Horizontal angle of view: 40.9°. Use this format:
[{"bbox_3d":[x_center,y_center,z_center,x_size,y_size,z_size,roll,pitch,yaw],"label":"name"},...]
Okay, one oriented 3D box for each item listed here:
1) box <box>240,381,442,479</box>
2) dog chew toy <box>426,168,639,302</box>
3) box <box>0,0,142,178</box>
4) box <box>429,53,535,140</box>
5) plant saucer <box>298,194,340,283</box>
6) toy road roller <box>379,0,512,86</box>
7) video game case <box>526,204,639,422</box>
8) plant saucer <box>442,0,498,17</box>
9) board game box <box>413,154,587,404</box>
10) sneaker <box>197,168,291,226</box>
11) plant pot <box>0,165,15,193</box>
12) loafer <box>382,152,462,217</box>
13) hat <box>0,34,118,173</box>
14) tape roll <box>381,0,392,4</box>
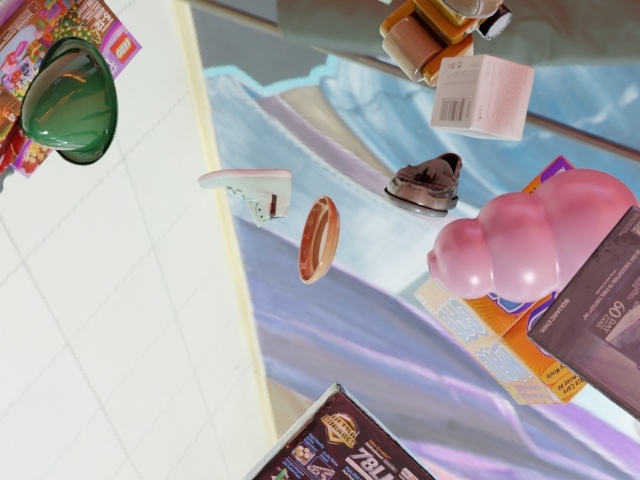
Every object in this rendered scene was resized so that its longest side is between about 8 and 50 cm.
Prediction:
[{"bbox_3d":[0.029,0.410,1.238,0.293,0.295,0.073,-47,-177,0],"label":"box"},{"bbox_3d":[0.334,0.006,1.365,0.206,0.332,0.206,-12,90,-87],"label":"dog chew toy"},{"bbox_3d":[-0.440,-0.271,1.344,0.293,0.057,0.201,-53,139,-13],"label":"box"},{"bbox_3d":[0.215,-0.190,1.150,0.087,0.101,0.102,9,94,-26],"label":"box"},{"bbox_3d":[0.000,0.000,1.899,0.200,0.037,0.200,-168,-90,-73],"label":"plant saucer"},{"bbox_3d":[0.311,-0.575,2.158,0.329,0.202,0.240,-40,164,2],"label":"toy road roller"},{"bbox_3d":[0.381,0.103,0.905,0.196,0.274,0.026,-51,139,1],"label":"video game case"},{"bbox_3d":[0.230,-0.440,1.453,0.029,0.168,0.168,-41,155,-10],"label":"plant saucer"},{"bbox_3d":[0.469,0.102,1.846,0.356,0.356,0.356,-43,174,-9],"label":"board game box"},{"bbox_3d":[-0.204,-0.111,2.276,0.094,0.256,0.151,5,85,-81],"label":"sneaker"},{"bbox_3d":[-0.780,-0.189,1.621,0.334,0.341,0.341,46,66,-34],"label":"plant pot"},{"bbox_3d":[0.154,-0.088,1.228,0.267,0.096,0.084,-20,130,-73],"label":"loafer"},{"bbox_3d":[-0.391,-0.170,1.141,0.183,0.173,0.208,-15,88,-52],"label":"hat"},{"bbox_3d":[0.199,-0.710,1.986,0.321,0.077,0.321,-155,-90,-87],"label":"tape roll"}]
